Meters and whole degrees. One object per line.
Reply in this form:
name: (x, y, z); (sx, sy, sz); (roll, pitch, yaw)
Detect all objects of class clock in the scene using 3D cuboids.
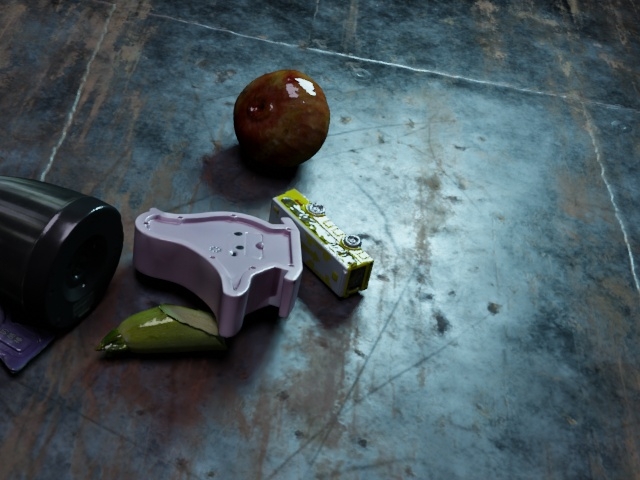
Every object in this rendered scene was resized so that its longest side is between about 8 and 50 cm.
clock: (-0.164, 0.047, 1.586); (0.275, 0.080, 0.290); (6, 26, -10)

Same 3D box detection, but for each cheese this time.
cheese: (-0.499, 0.123, 1.483); (0.191, 0.042, 0.105); (28, 42, 10)

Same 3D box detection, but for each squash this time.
squash: (-0.244, 0.136, 1.509); (0.200, 0.075, 0.090); (-3, 40, -19)

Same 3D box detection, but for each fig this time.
fig: (-0.069, -0.234, 1.924); (0.205, 0.205, 0.205); (8, 40, -6)

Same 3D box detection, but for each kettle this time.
kettle: (-0.460, -0.019, 1.534); (0.271, 0.207, 0.251); (23, 41, 14)

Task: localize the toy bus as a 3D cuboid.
toy bus: (0.000, 0.000, 1.730); (0.074, 0.081, 0.226); (-20, 50, -34)
